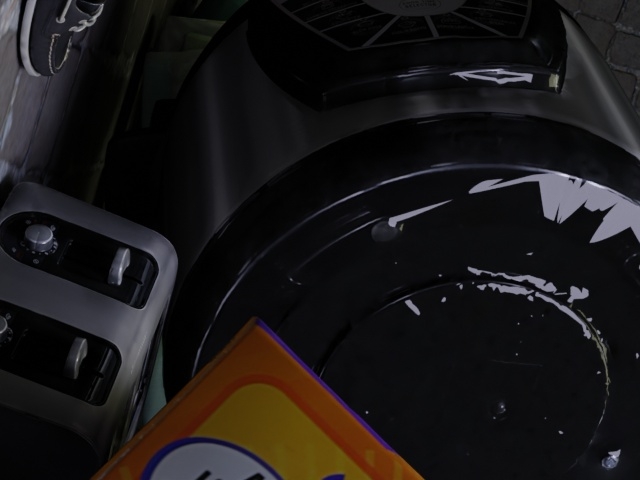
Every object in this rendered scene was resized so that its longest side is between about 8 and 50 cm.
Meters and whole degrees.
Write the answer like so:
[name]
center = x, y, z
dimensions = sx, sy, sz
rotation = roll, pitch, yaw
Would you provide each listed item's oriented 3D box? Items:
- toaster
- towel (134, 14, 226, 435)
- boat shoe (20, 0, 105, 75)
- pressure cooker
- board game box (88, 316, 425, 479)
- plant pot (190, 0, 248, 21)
[toaster]
center = -0.161, 0.091, 0.856
dimensions = 0.168, 0.110, 0.186
rotation = -73, 180, -51
[towel]
center = 0.000, 0.000, 1.325
dimensions = 0.090, 0.320, 0.374
rotation = -142, -126, -76
[boat shoe]
center = -0.129, -0.131, 0.789
dimensions = 0.046, 0.038, 0.125
rotation = -74, -179, -47
[pressure cooker]
center = 0.059, -0.006, 1.089
dimensions = 0.375, 0.370, 0.420
rotation = -41, -154, 18
[board game box]
center = -0.034, 0.310, 0.633
dimensions = 0.356, 0.356, 0.356
rotation = -44, 173, -14
[plant pot]
center = -0.019, -0.133, 1.487
dimensions = 0.293, 0.293, 0.235
rotation = -75, 175, -66
